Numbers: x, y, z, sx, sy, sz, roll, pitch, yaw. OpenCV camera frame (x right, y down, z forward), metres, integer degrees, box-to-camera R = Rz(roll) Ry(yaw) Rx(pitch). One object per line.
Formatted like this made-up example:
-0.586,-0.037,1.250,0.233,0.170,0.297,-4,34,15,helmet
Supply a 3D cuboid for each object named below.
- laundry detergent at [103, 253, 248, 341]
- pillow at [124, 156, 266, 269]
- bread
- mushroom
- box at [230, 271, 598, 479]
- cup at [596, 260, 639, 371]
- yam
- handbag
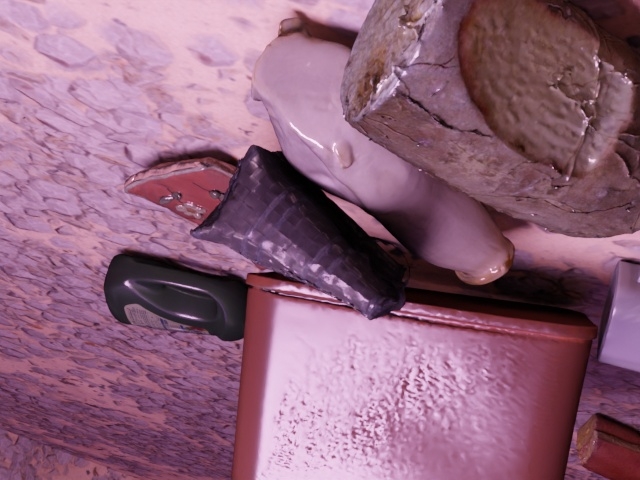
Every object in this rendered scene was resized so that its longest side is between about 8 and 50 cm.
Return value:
-0.151,0.078,1.379,0.221,0.078,0.144,10,154,10,laundry detergent
-0.081,-0.025,1.137,0.126,0.043,0.232,-5,152,40,pillow
0.429,0.310,1.604,0.192,0.067,0.119,25,155,-25,bread
0.061,-0.055,0.918,0.109,0.097,0.351,25,173,40,mushroom
0.090,0.165,1.137,0.339,0.229,0.239,9,-177,9,box
0.339,0.068,1.047,0.129,0.095,0.128,12,121,9,cup
0.122,-0.096,0.721,0.254,0.154,0.154,25,156,-36,yam
0.000,0.000,0.932,0.175,0.089,0.270,35,-172,4,handbag
